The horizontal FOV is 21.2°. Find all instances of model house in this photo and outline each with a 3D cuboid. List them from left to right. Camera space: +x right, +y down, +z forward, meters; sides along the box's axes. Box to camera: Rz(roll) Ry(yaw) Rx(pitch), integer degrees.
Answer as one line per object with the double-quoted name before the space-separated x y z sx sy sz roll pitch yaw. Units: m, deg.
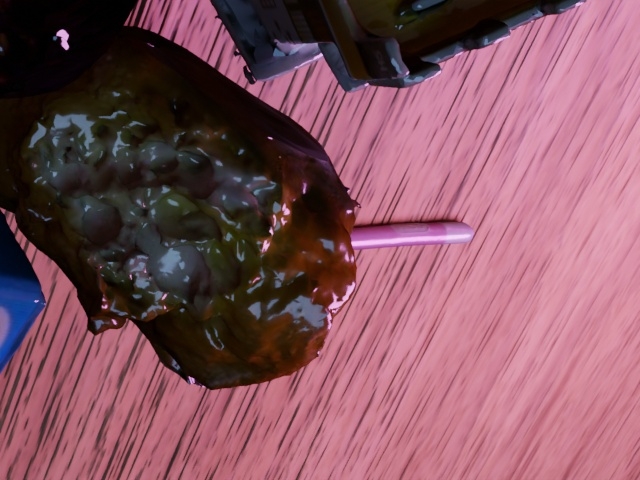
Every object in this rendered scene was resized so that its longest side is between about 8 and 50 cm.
"model house" 0.049 -0.199 0.940 0.224 0.215 0.198 -27 102 -14

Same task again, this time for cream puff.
"cream puff" -0.085 -0.030 0.978 0.155 0.269 0.241 -46 153 11

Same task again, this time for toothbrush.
"toothbrush" 0.000 0.000 1.262 0.286 0.020 0.025 -5 125 -34

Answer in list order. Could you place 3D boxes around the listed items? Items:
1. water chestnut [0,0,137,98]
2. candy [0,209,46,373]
"water chestnut" -0.183 -0.198 0.742 0.289 0.244 0.289 -15 159 -6
"candy" -0.313 -0.007 0.906 0.306 0.157 0.100 10 123 -43
